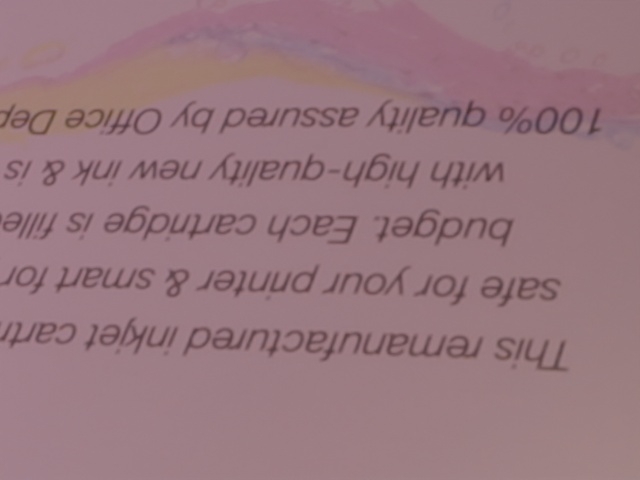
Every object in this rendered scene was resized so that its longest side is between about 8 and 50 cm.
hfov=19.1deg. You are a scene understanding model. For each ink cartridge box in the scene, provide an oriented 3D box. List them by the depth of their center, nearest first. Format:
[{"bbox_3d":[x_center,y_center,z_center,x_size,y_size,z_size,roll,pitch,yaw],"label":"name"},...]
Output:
[{"bbox_3d":[0.000,0.000,0.428,0.226,0.131,0.306,2,63,16],"label":"ink cartridge box"}]
